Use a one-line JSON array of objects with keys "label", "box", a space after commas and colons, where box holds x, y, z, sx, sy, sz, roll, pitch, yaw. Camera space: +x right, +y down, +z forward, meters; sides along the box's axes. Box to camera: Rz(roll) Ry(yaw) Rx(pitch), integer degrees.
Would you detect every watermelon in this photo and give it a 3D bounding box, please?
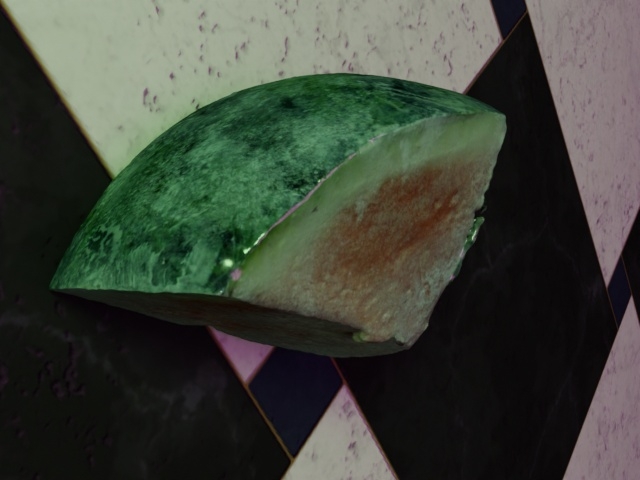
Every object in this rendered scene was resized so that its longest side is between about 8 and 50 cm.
[{"label": "watermelon", "box": [0.000, 0.000, 0.622, 0.387, 0.228, 0.258, -36, 127, -39]}]
